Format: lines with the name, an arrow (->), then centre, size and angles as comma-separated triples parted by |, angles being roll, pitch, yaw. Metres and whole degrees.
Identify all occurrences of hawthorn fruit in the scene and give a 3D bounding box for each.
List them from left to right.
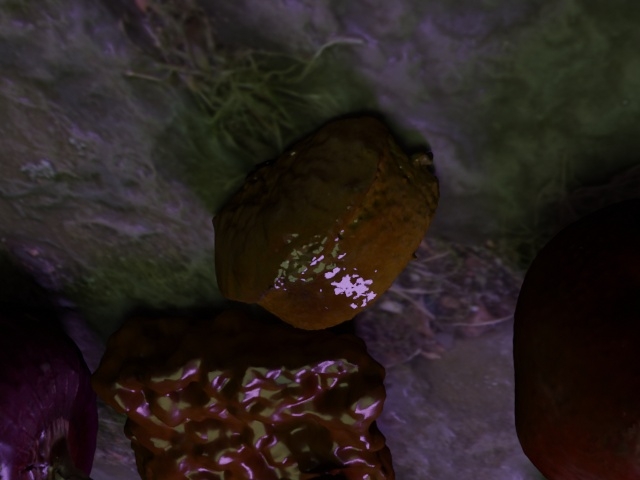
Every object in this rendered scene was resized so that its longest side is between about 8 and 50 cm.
hawthorn fruit -> 0.308, 0.117, 1.030 | 0.295, 0.295, 0.311 | -3, 132, 16

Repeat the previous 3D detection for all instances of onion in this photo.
onion -> -0.344, 0.178, 1.255 | 0.272, 0.256, 0.230 | 8, 94, -8

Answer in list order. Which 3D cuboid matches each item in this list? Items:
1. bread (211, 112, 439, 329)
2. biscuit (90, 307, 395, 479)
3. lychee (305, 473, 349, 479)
bread -> 0.000, 0.000, 1.088 | 0.143, 0.139, 0.229 | 32, 132, -26
biscuit -> -0.076, 0.210, 1.304 | 0.318, 0.110, 0.312 | 0, 134, 9
lychee -> 0.007, 0.275, 1.237 | 0.067, 0.068, 0.083 | 24, 154, 45
